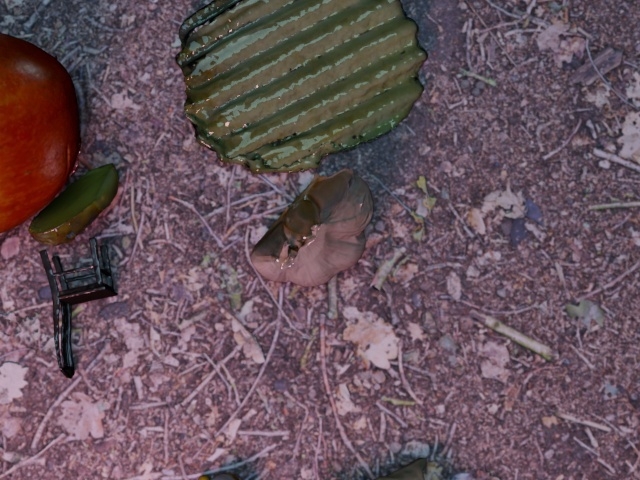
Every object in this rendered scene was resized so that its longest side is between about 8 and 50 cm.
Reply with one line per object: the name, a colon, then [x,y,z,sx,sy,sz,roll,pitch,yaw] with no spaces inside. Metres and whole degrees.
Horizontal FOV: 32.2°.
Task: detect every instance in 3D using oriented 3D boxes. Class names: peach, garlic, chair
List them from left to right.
peach: [-0.562,-0.174,1.762,0.370,0.370,0.370,0,80,1]
chair: [-0.389,0.113,1.828,0.101,0.084,0.213,-13,79,3]
garlic: [0.000,0.000,1.806,0.229,0.178,0.143,-33,113,14]

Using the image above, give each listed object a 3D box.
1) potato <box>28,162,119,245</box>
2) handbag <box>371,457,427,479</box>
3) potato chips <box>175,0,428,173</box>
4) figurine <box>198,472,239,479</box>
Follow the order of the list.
potato: [-0.398,-0.052,1.839,0.119,0.198,0.054,-10,122,29]
handbag: [0.112,0.530,1.725,0.253,0.109,0.316,-18,83,-22]
potato chips: [-0.039,-0.305,1.904,0.429,0.070,0.358,-26,84,-2]
figurine: [-0.181,0.427,1.784,0.143,0.068,0.101,-14,73,15]
